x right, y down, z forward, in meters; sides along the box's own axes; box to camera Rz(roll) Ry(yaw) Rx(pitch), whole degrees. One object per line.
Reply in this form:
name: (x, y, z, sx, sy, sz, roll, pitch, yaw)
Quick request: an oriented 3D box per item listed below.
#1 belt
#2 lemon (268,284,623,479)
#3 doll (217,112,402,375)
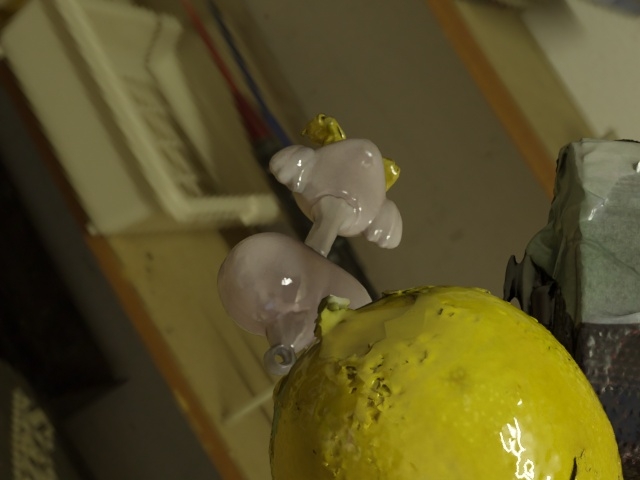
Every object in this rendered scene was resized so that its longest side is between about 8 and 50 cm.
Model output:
belt: (0.219, 0.045, 1.095, 0.184, 0.164, 0.289, 90, 6, -56)
lemon: (0.067, 0.116, 0.750, 0.206, 0.173, 0.173, 45, 13, 15)
doll: (0.000, 0.000, 1.457, 0.160, 0.094, 0.365, 34, 42, -11)
